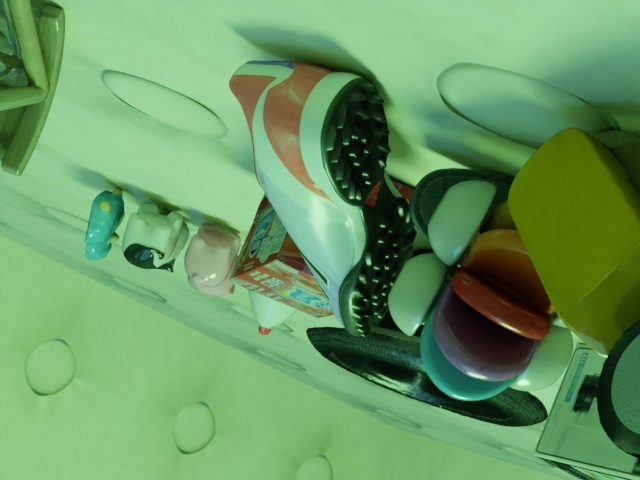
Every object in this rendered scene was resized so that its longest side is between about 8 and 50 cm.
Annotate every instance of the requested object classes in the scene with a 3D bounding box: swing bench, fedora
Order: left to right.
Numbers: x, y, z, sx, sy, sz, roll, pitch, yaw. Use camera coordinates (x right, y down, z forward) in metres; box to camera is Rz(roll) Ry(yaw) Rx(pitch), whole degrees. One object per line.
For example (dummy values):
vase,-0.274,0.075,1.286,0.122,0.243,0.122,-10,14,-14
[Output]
swing bench,-0.375,-0.192,1.091,0.253,0.165,0.255,21,174,4
fedora,0.145,0.109,1.516,0.334,0.153,0.334,21,169,4

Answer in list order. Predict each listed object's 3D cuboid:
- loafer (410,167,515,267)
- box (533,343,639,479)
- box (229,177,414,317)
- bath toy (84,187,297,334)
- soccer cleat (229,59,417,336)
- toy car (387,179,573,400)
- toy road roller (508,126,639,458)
loafer,0.203,0.012,1.124,0.267,0.096,0.084,20,175,0
box,0.404,0.224,1.539,0.087,0.169,0.290,29,168,-23
box,0.000,0.000,1.348,0.122,0.128,0.257,24,168,-11
bath toy,-0.180,0.035,1.859,0.348,0.129,0.151,21,-157,10
soccer cleat,0.006,-0.035,1.109,0.116,0.109,0.318,23,151,28
toy car,0.141,0.055,1.012,0.159,0.136,0.182,28,124,0
toy road roller,0.296,0.014,0.814,0.202,0.241,0.330,28,-155,-29
